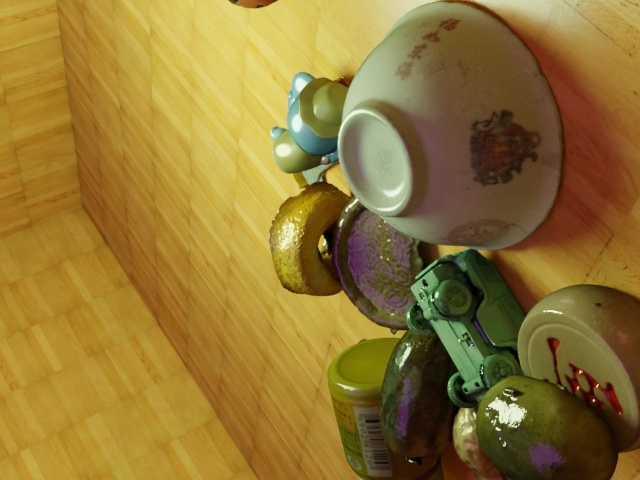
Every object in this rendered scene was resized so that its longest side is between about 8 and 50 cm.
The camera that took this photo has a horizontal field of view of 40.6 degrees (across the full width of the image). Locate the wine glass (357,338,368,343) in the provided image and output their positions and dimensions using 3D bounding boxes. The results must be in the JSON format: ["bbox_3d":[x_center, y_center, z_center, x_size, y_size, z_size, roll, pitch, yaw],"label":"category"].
[{"bbox_3d":[0.103,0.275,2.085,0.083,0.039,0.042,100,149,-52],"label":"wine glass"}]

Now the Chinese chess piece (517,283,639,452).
[{"bbox_3d":[0.427,0.197,1.340,0.273,0.102,0.273,42,145,38],"label":"Chinese chess piece"}]

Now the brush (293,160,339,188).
[{"bbox_3d":[0.009,-0.177,1.900,0.336,0.020,0.085,-20,93,64],"label":"brush"}]

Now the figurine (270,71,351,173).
[{"bbox_3d":[-0.020,-0.236,1.753,0.262,0.154,0.180,-17,72,51],"label":"figurine"}]

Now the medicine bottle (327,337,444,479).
[{"bbox_3d":[0.157,0.425,1.903,0.224,0.224,0.384,21,130,55],"label":"medicine bottle"}]

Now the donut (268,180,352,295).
[{"bbox_3d":[0.000,0.003,1.832,0.118,0.253,0.253,15,125,47],"label":"donut"}]

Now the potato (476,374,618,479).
[{"bbox_3d":[0.340,0.305,1.325,0.228,0.149,0.197,45,136,38],"label":"potato"}]

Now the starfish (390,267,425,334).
[{"bbox_3d":[0.198,0.132,1.775,0.213,0.057,0.238,29,117,44],"label":"starfish"}]

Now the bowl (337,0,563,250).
[{"bbox_3d":[0.157,-0.152,1.398,0.435,0.196,0.434,32,134,41],"label":"bowl"}]

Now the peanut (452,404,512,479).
[{"bbox_3d":[0.344,0.420,1.613,0.305,0.147,0.147,59,155,-9],"label":"peanut"}]

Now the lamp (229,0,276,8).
[{"bbox_3d":[-0.125,-0.547,1.685,0.188,0.164,0.187,-10,78,62],"label":"lamp"}]

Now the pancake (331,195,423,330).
[{"bbox_3d":[0.145,0.043,1.712,0.286,0.033,0.288,28,119,22],"label":"pancake"}]

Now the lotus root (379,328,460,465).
[{"bbox_3d":[0.194,0.283,1.662,0.160,0.152,0.274,23,100,63],"label":"lotus root"}]

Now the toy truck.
[{"bbox_3d":[0.274,0.160,1.533,0.279,0.156,0.155,60,154,11],"label":"toy truck"}]
